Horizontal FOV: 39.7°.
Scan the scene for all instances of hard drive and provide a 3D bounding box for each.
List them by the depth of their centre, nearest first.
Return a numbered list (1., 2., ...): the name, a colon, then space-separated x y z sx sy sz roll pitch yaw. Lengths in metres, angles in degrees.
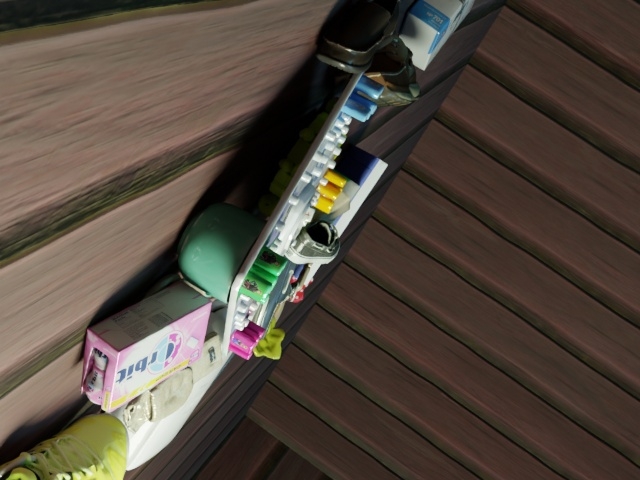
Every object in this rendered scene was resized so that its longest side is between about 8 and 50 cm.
1. hard drive: 0.022 -0.065 2.027 0.319 0.040 0.210 -56 -161 4

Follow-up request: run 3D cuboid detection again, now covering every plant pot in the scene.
1. plant pot: -0.010 -0.082 1.799 0.096 0.109 0.109 -41 172 -6

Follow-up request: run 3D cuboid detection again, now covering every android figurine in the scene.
1. android figurine: -0.024 -0.143 1.582 0.248 0.056 0.273 -55 174 3

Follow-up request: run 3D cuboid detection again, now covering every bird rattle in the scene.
1. bird rattle: -0.115 0.150 2.119 0.253 0.143 0.207 -57 158 -13

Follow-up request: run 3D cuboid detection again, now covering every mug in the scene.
1. mug: -0.149 0.021 1.274 0.158 0.097 0.129 -64 175 31

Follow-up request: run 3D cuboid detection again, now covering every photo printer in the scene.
1. photo printer: -0.257 0.240 1.580 0.307 0.107 0.256 -56 173 5

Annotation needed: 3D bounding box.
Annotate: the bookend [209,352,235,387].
1. bookend: -0.229 0.231 1.895 0.156 0.072 0.157 -52 172 -22

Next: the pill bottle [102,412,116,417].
1. pill bottle: -0.365 0.319 1.397 0.065 0.065 0.116 -58 173 25

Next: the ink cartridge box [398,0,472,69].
1. ink cartridge box: 0.241 -0.461 1.787 0.191 0.082 0.139 -51 172 -20

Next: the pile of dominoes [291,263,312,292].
1. pile of dominoes: -0.062 0.025 1.944 0.196 0.040 0.251 -31 -152 51

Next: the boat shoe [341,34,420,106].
1. boat shoe: 0.103 -0.295 1.545 0.324 0.122 0.120 -47 133 -74

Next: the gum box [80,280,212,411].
1. gum box: -0.239 0.143 1.206 0.188 0.062 0.107 -28 141 -49

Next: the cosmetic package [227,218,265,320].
1. cosmetic package: -0.134 0.073 1.693 0.239 0.060 0.099 118 -21 -47

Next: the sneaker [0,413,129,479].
1. sneaker: -0.363 0.339 1.177 0.147 0.145 0.385 -58 174 28

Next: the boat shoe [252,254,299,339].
1. boat shoe: -0.089 0.085 1.803 0.095 0.079 0.255 7 -97 63

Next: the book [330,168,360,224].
1. book: 0.005 -0.084 1.894 0.144 0.096 0.035 -54 170 -18

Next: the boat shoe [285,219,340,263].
1. boat shoe: 0.000 0.000 1.732 0.070 0.078 0.219 -38 172 21

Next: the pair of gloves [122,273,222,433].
1. pair of gloves: -0.240 0.165 1.343 0.204 0.042 0.240 -45 145 -34

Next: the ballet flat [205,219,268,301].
1. ballet flat: -0.157 0.040 1.521 0.221 0.077 0.079 -44 -174 -37

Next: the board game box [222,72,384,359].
1. board game box: -0.034 -0.022 1.389 0.390 0.050 0.390 -61 178 -22

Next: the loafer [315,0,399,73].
1. loafer: 0.057 -0.312 1.293 0.220 0.080 0.078 -55 166 -52
